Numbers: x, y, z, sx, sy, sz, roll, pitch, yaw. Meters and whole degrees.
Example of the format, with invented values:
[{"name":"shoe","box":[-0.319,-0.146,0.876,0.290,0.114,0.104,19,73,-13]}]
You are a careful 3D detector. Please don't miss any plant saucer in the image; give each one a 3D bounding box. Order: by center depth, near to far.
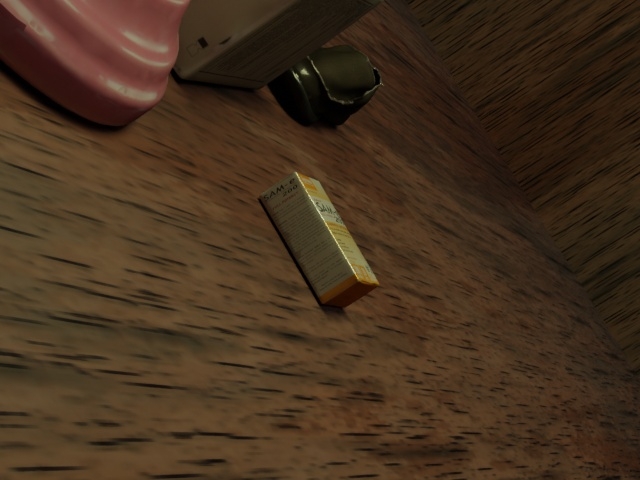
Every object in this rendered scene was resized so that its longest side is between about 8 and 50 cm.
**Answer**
[{"name":"plant saucer","box":[-0.184,-0.228,0.940,0.332,0.084,0.332,53,12,-17]}]

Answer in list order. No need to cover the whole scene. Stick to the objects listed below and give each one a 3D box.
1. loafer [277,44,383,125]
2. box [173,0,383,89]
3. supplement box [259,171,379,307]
[{"name":"loafer","box":[0.009,-0.167,1.524,0.080,0.078,0.220,58,12,4]},{"name":"box","box":[-0.055,-0.216,1.245,0.127,0.148,0.232,57,12,3]},{"name":"supplement box","box":[0.000,0.000,1.175,0.098,0.036,0.062,59,12,13]}]
